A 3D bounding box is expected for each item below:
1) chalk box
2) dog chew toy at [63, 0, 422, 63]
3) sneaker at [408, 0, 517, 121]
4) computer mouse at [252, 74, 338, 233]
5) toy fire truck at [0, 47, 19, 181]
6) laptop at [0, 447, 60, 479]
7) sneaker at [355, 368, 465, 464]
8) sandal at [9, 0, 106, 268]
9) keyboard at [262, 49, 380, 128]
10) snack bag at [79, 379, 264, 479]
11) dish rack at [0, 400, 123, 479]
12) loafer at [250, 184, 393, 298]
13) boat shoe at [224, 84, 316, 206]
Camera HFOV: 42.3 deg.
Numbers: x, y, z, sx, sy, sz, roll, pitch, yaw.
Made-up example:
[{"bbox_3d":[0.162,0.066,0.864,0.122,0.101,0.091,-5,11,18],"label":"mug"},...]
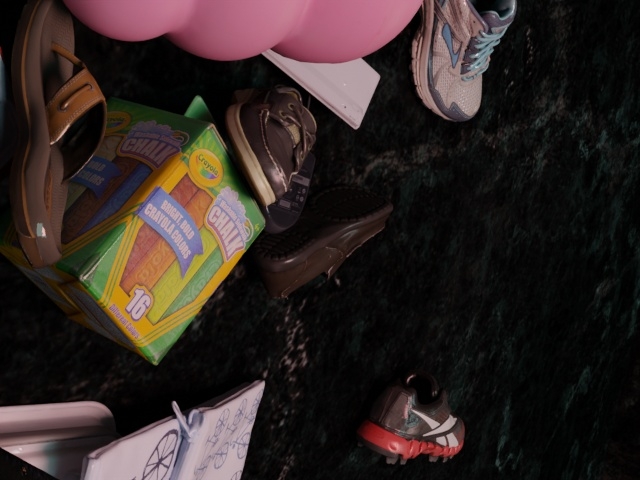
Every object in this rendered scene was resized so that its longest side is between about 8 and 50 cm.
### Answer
[{"bbox_3d":[-0.145,-0.029,0.711,0.213,0.132,0.132,-54,142,-22],"label":"chalk box"},{"bbox_3d":[-0.064,-0.238,0.675,0.332,0.206,0.206,-17,120,-34],"label":"dog chew toy"},{"bbox_3d":[0.184,-0.266,1.054,0.110,0.122,0.283,-46,138,-30],"label":"sneaker"},{"bbox_3d":[-0.030,-0.125,0.913,0.071,0.041,0.242,21,82,-46],"label":"computer mouse"},{"bbox_3d":[-0.291,-0.123,0.475,0.254,0.169,0.302,-67,154,-50],"label":"toy fire truck"},{"bbox_3d":[-0.373,0.249,0.423,0.382,0.236,0.408,72,38,-60],"label":"laptop"},{"bbox_3d":[0.165,0.273,1.302,0.276,0.097,0.135,18,93,-54],"label":"sneaker"},{"bbox_3d":[-0.189,-0.085,0.612,0.090,0.060,0.219,91,-7,-62],"label":"sandal"},{"bbox_3d":[-0.021,-0.207,0.868,0.256,0.014,0.072,32,72,-45],"label":"keyboard"},{"bbox_3d":[-0.171,0.318,0.849,0.342,0.037,0.323,0,107,-70],"label":"snack bag"},{"bbox_3d":[-0.307,0.285,0.698,0.333,0.072,0.285,10,96,-56],"label":"dish rack"},{"bbox_3d":[0.000,0.000,0.982,0.220,0.080,0.078,-27,136,-38],"label":"loafer"},{"bbox_3d":[-0.041,-0.102,0.761,0.073,0.223,0.080,-21,114,4],"label":"boat shoe"}]
